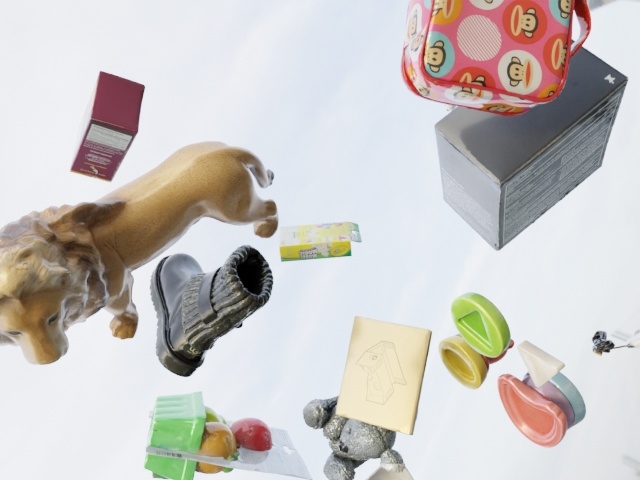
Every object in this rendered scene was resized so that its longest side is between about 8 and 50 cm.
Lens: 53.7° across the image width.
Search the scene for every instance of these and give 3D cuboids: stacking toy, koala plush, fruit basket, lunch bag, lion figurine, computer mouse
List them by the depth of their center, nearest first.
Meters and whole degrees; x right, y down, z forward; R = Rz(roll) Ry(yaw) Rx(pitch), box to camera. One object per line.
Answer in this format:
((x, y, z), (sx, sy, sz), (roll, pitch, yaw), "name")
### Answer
((-0.184, -0.018, 0.684), (0.392, 0.142, 0.240), (-45, -15, -25), "lion figurine")
((0.258, -0.332, 0.894), (0.120, 0.257, 0.294), (172, 106, -81), "lunch bag")
((0.580, 0.167, 1.119), (0.106, 0.192, 0.042), (-3, -100, -64), "computer mouse")
((0.383, 0.218, 1.221), (0.130, 0.309, 0.280), (-31, -43, -23), "stacking toy")
((0.098, 0.409, 1.367), (0.203, 0.196, 0.221), (-20, -8, -19), "koala plush")
((-0.219, 0.466, 1.430), (0.352, 0.327, 0.166), (19, -93, -14), "fruit basket")

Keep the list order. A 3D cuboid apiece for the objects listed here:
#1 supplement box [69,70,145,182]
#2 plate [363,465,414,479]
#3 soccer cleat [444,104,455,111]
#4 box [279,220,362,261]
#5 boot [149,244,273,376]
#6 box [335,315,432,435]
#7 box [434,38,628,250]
((-0.380, -0.196, 1.122), (0.080, 0.188, 0.104), (14, -120, -26), "supplement box")
((0.131, 0.674, 1.495), (0.278, 0.045, 0.277), (-37, -68, -8), "plate")
((0.291, -0.306, 1.398), (0.083, 0.029, 0.036), (-128, 26, -85), "soccer cleat")
((0.000, 0.000, 1.393), (0.105, 0.179, 0.043), (-93, -3, -63), "box")
((-0.226, 0.085, 1.312), (0.131, 0.348, 0.260), (28, -65, -35), "boot")
((0.122, 0.260, 1.238), (0.021, 0.164, 0.202), (28, -108, -60), "box")
((0.390, -0.182, 1.208), (0.296, 0.183, 0.294), (-39, -26, -5), "box")
